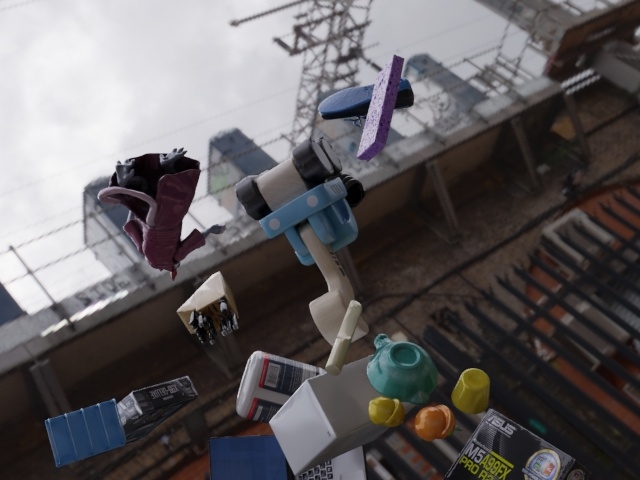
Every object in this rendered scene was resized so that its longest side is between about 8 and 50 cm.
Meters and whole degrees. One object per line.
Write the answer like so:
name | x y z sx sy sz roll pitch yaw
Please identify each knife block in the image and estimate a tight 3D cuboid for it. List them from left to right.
knife block | -0.288 0.193 2.348 0.276 0.242 0.088 -48 -61 -43

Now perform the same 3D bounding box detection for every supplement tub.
supplement tub | -0.087 0.433 2.262 0.191 0.272 0.191 -163 90 -83

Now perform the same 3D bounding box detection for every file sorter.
file sorter | -0.570 0.467 1.961 0.170 0.118 0.104 -14 -11 -24

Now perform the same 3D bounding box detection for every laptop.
laptop | -0.085 0.738 2.335 0.407 0.382 0.236 -20 -25 28

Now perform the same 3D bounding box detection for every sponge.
sponge | 0.131 -0.285 1.744 0.117 0.031 0.210 143 143 -71

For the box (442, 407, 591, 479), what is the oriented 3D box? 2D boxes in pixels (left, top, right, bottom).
box | 0.373 0.480 1.592 0.060 0.270 0.216 37 -95 -25

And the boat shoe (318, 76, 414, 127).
boat shoe | 0.120 -0.348 2.108 0.089 0.258 0.109 58 -143 -41

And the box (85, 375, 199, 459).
box | -0.551 0.530 2.406 0.307 0.077 0.242 -39 -17 26

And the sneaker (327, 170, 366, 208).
sneaker | 0.067 -0.134 2.280 0.105 0.147 0.296 -52 -22 3

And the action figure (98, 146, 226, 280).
action figure | -0.383 -0.036 1.996 0.276 0.248 0.370 -79 -8 -55

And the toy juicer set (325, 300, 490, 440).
toy juicer set | 0.132 0.261 1.485 0.209 0.329 0.090 -40 -33 -38

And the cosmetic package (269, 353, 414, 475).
cosmetic package | 0.045 0.363 1.700 0.224 0.138 0.224 -15 -25 -36

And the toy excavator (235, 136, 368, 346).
toy excavator | 0.000 0.000 1.905 0.222 0.445 0.433 -31 2 14
